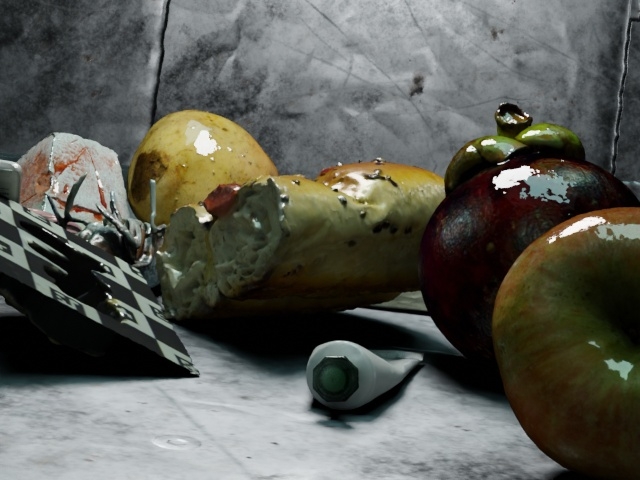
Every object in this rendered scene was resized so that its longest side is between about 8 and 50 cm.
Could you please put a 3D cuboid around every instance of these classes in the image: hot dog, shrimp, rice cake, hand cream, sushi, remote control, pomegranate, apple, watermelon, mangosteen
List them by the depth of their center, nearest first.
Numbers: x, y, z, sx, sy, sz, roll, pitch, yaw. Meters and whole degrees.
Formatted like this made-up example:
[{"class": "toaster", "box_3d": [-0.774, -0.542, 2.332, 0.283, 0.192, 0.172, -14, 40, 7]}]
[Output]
[{"class": "apple", "box_3d": [0.324, 0.113, 1.299, 0.309, 0.277, 0.250, 27, -9, 22]}, {"class": "hand cream", "box_3d": [0.045, 0.148, 1.582, 0.121, 0.076, 0.336, 9, 2, 11]}, {"class": "sushi", "box_3d": [-0.332, 0.073, 1.648, 0.296, 0.100, 0.373, 31, 6, -27]}, {"class": "mangosteen", "box_3d": [0.264, 0.005, 1.719, 0.306, 0.306, 0.359, 0, 51, -37]}, {"class": "remote control", "box_3d": [-0.452, -0.023, 1.842, 0.067, 0.261, 0.029, 8, 49, -10]}, {"class": "hot dog", "box_3d": [0.000, 0.000, 1.846, 0.365, 0.196, 0.367, 3, -15, -34]}, {"class": "shrimp", "box_3d": [-0.278, 0.011, 1.997, 0.221, 0.166, 0.410, -27, -25, 29]}, {"class": "rice cake", "box_3d": [0.084, 0.080, 2.100, 0.256, 0.052, 0.057, 6, -16, 4]}, {"class": "watermelon", "box_3d": [-0.469, -0.086, 2.327, 0.261, 0.201, 0.213, 2, -9, 42]}, {"class": "pomegranate", "box_3d": [-0.215, -0.101, 2.406, 0.281, 0.281, 0.281, 6, 8, -1]}]

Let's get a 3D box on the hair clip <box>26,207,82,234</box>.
[{"class": "hair clip", "box_3d": [-0.430, 0.006, 2.038, 0.123, 0.102, 0.138, 2, 6, -45]}]
